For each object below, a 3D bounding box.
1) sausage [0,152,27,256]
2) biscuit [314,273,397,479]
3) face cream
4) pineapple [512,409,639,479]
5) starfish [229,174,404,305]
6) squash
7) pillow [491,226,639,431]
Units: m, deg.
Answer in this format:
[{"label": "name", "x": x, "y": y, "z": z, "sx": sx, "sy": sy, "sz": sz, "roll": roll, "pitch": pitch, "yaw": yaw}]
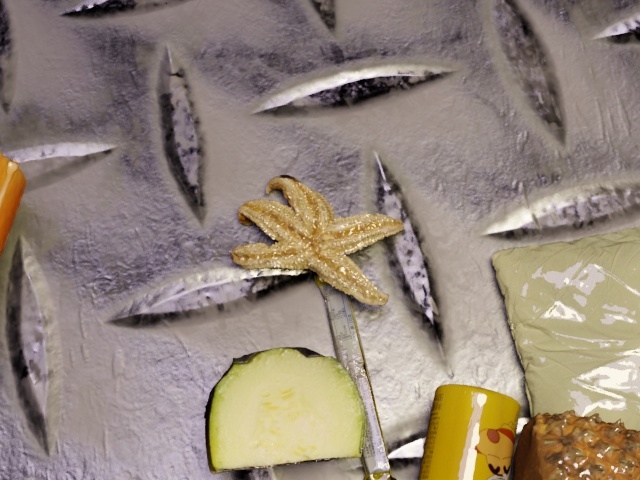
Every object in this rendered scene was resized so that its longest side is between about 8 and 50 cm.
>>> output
[{"label": "sausage", "x": -0.519, "y": 0.019, "z": 1.153, "sx": 0.233, "sy": 0.233, "sz": 0.287, "roll": 11, "pitch": 68, "yaw": 7}, {"label": "biscuit", "x": 0.043, "y": 0.170, "z": 1.176, "sx": 0.048, "sy": 0.026, "sz": 0.292, "roll": -13, "pitch": 68, "yaw": 1}, {"label": "face cream", "x": 0.148, "y": 0.344, "z": 1.062, "sx": 0.105, "sy": 0.105, "sz": 0.348, "roll": 12, "pitch": 70, "yaw": 7}, {"label": "pineapple", "x": 0.396, "y": 0.287, "z": 1.030, "sx": 0.365, "sy": 0.165, "sz": 0.165, "roll": 11, "pitch": 69, "yaw": -4}, {"label": "starfish", "x": 0.000, "y": 0.000, "z": 1.216, "sx": 0.216, "sy": 0.071, "sz": 0.238, "roll": -34, "pitch": 67, "yaw": -14}, {"label": "squash", "x": -0.042, "y": 0.221, "z": 1.145, "sx": 0.192, "sy": 0.085, "sz": 0.184, "roll": -4, "pitch": 40, "yaw": -2}, {"label": "pillow", "x": 0.373, "y": 0.117, "z": 1.156, "sx": 0.274, "sy": 0.076, "sz": 0.280, "roll": -9, "pitch": 68, "yaw": 1}]
